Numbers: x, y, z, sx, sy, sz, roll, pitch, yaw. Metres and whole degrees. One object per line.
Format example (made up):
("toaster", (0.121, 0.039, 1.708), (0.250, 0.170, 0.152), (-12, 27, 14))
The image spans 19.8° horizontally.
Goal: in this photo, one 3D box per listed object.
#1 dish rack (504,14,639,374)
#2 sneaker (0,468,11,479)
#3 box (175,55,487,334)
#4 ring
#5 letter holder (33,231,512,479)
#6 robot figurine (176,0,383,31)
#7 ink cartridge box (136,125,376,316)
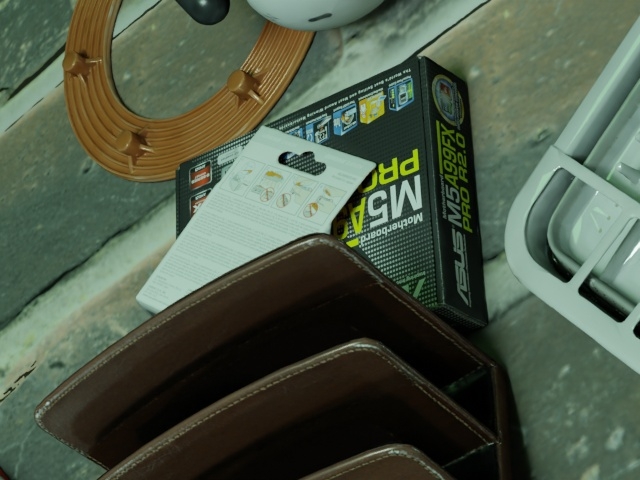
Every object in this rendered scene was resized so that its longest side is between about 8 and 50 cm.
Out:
("dish rack", (0.299, -0.055, 1.196), (0.285, 0.072, 0.333), (40, 100, 46))
("sneaker", (-0.358, 0.215, 1.625), (0.270, 0.145, 0.090), (23, 88, 46))
("box", (0.000, 0.000, 1.454), (0.270, 0.060, 0.216), (-21, 58, 35))
("ring", (-0.127, -0.216, 1.687), (0.336, 0.032, 0.336), (-20, 59, 36))
("letter holder", (-0.048, 0.156, 1.294), (0.302, 0.214, 0.152), (-32, 35, 28))
("robot figurine", (-0.041, -0.299, 1.514), (0.278, 0.173, 0.209), (50, 137, 24))
("ink cartridge box", (-0.045, 0.004, 1.435), (0.145, 0.045, 0.179), (21, 68, 46))
